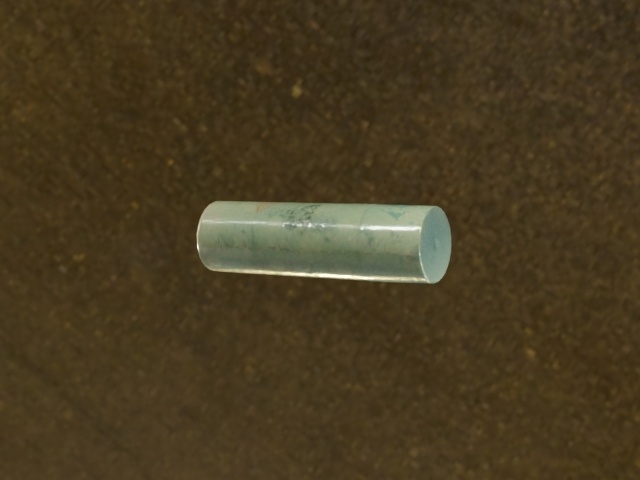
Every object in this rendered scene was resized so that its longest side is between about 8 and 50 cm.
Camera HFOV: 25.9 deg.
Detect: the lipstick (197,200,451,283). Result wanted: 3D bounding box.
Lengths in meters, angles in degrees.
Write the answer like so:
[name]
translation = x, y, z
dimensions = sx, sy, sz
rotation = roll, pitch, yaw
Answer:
[lipstick]
translation = 0.000, 0.000, 0.860
dimensions = 0.158, 0.048, 0.048
rotation = 2, 132, 30
